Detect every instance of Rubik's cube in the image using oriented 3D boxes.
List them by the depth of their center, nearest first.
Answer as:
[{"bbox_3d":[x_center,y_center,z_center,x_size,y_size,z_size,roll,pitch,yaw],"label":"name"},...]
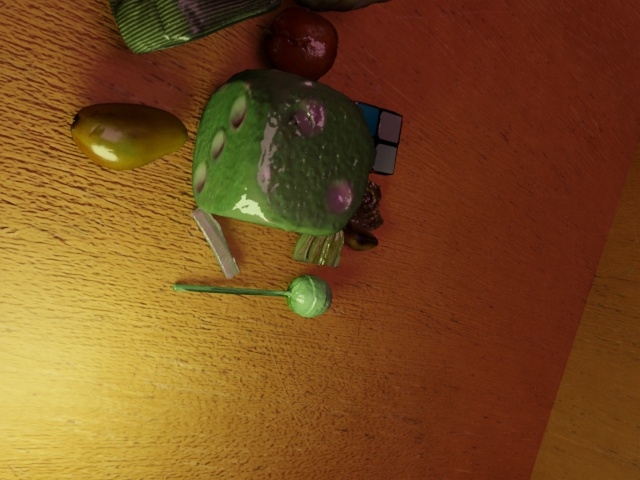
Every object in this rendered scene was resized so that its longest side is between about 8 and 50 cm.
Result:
[{"bbox_3d":[0.093,-0.271,1.474,0.180,0.183,0.167,6,93,-35],"label":"Rubik's cube"}]

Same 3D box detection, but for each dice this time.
[{"bbox_3d":[-0.093,-0.193,1.264,0.318,0.322,0.331,10,94,-37],"label":"dice"}]

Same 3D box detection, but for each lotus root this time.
[{"bbox_3d":[-0.001,-0.001,1.522,0.143,0.070,0.144,20,95,-33],"label":"lotus root"}]

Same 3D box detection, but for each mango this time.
[{"bbox_3d":[-0.398,-0.220,1.167,0.253,0.113,0.139,-9,100,-42],"label":"mango"}]

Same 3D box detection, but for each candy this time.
[{"bbox_3d":[-0.162,0.133,1.421,0.439,0.119,0.119,8,94,-31],"label":"candy"}]

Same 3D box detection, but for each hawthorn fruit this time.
[{"bbox_3d":[-0.061,-0.480,1.330,0.200,0.179,0.179,22,85,-27],"label":"hawthorn fruit"}]

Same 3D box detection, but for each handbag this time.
[{"bbox_3d":[-0.269,-0.538,1.114,0.340,0.247,0.240,-42,122,-39],"label":"handbag"}]

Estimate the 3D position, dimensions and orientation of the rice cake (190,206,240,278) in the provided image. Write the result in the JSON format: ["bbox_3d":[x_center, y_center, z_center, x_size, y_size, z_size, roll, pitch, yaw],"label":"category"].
[{"bbox_3d":[-0.259,0.003,1.356,0.047,0.036,0.207,-37,118,-29],"label":"rice cake"}]

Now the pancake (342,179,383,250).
[{"bbox_3d":[0.095,-0.068,1.591,0.257,0.056,0.213,-5,102,-36],"label":"pancake"}]

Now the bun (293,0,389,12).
[{"bbox_3d":[0.051,-0.643,1.282,0.359,0.359,0.211,-12,109,-34],"label":"bun"}]
